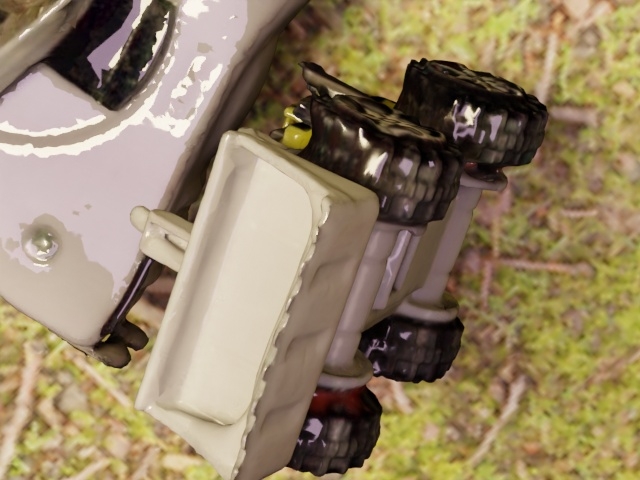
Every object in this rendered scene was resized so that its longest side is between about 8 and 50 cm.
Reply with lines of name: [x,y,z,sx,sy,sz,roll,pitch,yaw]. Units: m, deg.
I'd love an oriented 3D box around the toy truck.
toy truck: [0.000,0.000,0.734,0.111,0.286,0.136,22,106,13]

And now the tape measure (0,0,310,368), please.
tape measure: [-0.109,-0.097,0.805,0.197,0.120,0.236,30,103,1]
